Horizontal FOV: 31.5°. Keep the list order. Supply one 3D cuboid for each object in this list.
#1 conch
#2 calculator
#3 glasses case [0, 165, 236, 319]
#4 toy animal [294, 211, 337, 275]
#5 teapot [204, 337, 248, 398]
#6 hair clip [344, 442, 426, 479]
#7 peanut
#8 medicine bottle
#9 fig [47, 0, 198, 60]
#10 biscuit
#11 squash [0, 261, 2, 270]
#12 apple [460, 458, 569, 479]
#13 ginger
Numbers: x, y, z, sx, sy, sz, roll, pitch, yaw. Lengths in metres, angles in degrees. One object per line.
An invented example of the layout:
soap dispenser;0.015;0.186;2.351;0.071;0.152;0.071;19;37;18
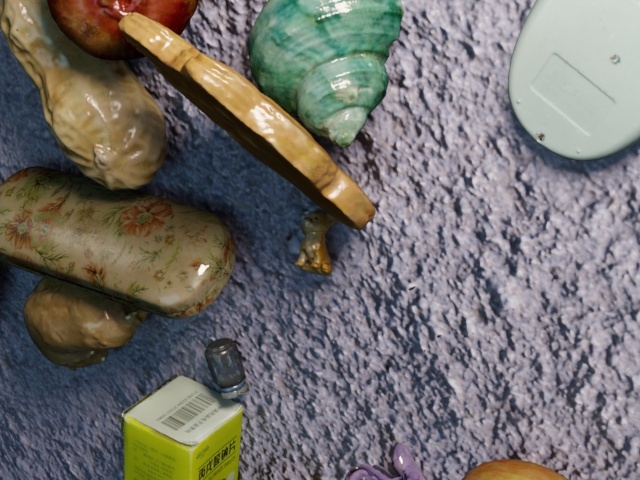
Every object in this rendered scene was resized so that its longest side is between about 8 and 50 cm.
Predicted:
conch;0.009;-0.209;1.297;0.196;0.134;0.202;-19;99;41
calculator;0.300;-0.205;1.150;0.184;0.042;0.295;42;130;12
glasses case;-0.310;-0.003;1.614;0.425;0.157;0.098;15;155;29
toy animal;0.000;0.000;1.468;0.060;0.081;0.083;3;77;43
teapot;-0.142;0.186;1.651;0.063;0.049;0.083;-4;109;37
hair clip;0.161;0.373;1.508;0.278;0.090;0.137;41;117;3
peanut;-0.323;-0.213;1.524;0.140;0.153;0.325;-24;103;36
medicine bottle;-0.212;0.351;1.723;0.141;0.137;0.250;22;123;27
fig;-0.251;-0.322;1.406;0.205;0.205;0.205;16;120;29
biscuit;-0.082;-0.143;1.341;0.376;0.051;0.269;39;175;-17
squash;-0.586;0.066;1.875;0.118;0.118;0.371;31;129;20
apple;0.241;0.361;1.371;0.173;0.188;0.188;11;118;26
ginger;-0.355;0.107;1.714;0.152;0.138;0.267;28;145;-28
